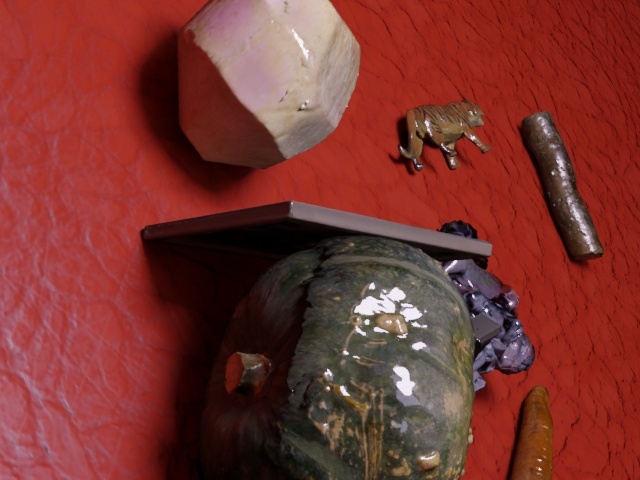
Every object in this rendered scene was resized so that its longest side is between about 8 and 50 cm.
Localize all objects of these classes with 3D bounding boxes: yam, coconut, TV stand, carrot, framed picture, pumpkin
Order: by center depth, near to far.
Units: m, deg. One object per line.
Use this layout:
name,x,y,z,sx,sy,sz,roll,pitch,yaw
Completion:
pumpkin,0.021,0.161,1.174,0.257,0.291,0.328,25,38,-27
framed picture,0.000,0.000,1.310,0.315,0.232,0.024,9,79,-44
TV stand,0.146,0.199,1.339,0.040,0.256,0.049,33,37,32
coconut,-0.070,-0.189,1.368,0.197,0.237,0.237,49,39,-20
carrot,0.281,0.276,1.587,0.059,0.059,0.248,42,38,-21
yam,0.388,-0.085,1.940,0.061,0.061,0.253,-1,68,-49

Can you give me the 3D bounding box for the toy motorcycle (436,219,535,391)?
toy motorcycle,0.152,0.129,1.475,0.207,0.134,0.401,50,37,-2

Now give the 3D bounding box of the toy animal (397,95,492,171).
toy animal,0.175,-0.156,1.753,0.241,0.057,0.099,-11,69,-49
